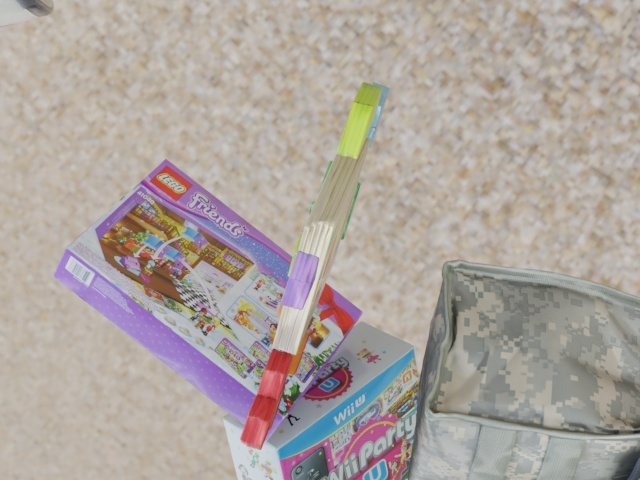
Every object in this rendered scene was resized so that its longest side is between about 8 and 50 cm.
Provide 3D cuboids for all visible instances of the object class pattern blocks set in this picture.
[{"bbox_3d":[0.000,0.000,1.149,0.026,0.325,0.285,18,112,3],"label":"pattern blocks set"}]

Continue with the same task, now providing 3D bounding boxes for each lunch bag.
[{"bbox_3d":[0.224,0.152,1.133,0.287,0.169,0.235,8,151,2],"label":"lunch bag"}]

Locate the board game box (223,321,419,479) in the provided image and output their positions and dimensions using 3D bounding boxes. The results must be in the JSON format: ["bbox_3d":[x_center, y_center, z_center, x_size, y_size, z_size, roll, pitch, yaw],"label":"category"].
[{"bbox_3d":[0.023,0.283,1.607,0.097,0.224,0.303,24,136,43],"label":"board game box"}]

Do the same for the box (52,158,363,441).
[{"bbox_3d":[-0.118,0.060,1.492,0.293,0.201,0.057,38,133,3],"label":"box"}]

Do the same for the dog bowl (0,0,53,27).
[{"bbox_3d":[-0.392,-0.345,1.159,0.408,0.150,0.408,62,180,0],"label":"dog bowl"}]
